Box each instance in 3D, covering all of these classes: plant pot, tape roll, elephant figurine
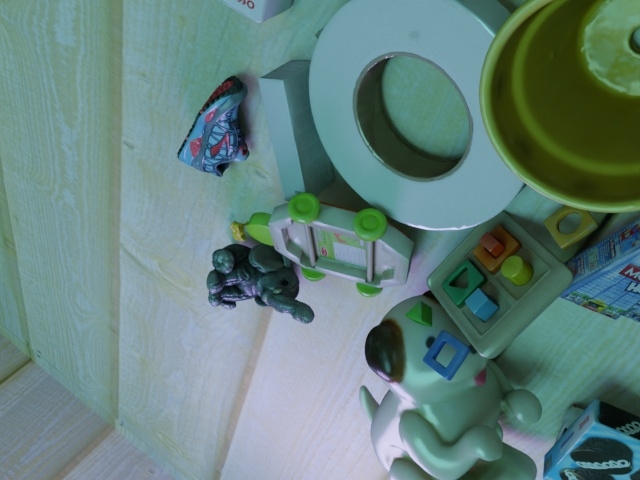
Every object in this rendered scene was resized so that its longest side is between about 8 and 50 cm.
[{"bbox_3d":[0.342,-0.196,0.710,0.254,0.239,0.254,22,134,25],"label":"plant pot"},{"bbox_3d":[0.152,-0.197,0.956,0.392,0.072,0.392,26,136,29],"label":"tape roll"},{"bbox_3d":[-0.117,0.090,1.390,0.239,0.186,0.169,5,166,6],"label":"elephant figurine"}]

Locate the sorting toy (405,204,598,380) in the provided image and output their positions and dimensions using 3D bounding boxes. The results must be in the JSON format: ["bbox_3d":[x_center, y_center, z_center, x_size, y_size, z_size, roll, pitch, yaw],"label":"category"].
[{"bbox_3d":[0.264,0.055,0.980,0.047,0.196,0.347,33,105,-36],"label":"sorting toy"}]

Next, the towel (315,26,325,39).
[{"bbox_3d":[0.034,-0.331,1.029,0.083,0.009,0.060,-17,111,46],"label":"towel"}]

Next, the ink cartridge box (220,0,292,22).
[{"bbox_3d":[-0.108,-0.476,0.966,0.160,0.092,0.219,35,138,13],"label":"ink cartridge box"}]

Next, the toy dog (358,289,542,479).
[{"bbox_3d":[0.226,0.290,1.198,0.395,0.285,0.408,36,142,52],"label":"toy dog"}]

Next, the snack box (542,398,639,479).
[{"bbox_3d":[0.573,0.405,1.071,0.322,0.060,0.187,22,129,6],"label":"snack box"}]

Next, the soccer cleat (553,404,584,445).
[{"bbox_3d":[0.473,0.397,1.195,0.068,0.076,0.196,14,130,31],"label":"soccer cleat"}]

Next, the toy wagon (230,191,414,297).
[{"bbox_3d":[0.000,0.000,1.181,0.344,0.068,0.267,15,155,12],"label":"toy wagon"}]

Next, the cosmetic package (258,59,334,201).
[{"bbox_3d":[-0.039,-0.192,1.133,0.060,0.099,0.239,14,129,34],"label":"cosmetic package"}]

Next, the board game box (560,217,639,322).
[{"bbox_3d":[0.470,0.040,0.881,0.194,0.060,0.194,21,138,-5],"label":"board game box"}]

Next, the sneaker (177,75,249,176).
[{"bbox_3d":[-0.184,-0.219,1.252,0.125,0.104,0.262,33,144,-11],"label":"sneaker"}]
